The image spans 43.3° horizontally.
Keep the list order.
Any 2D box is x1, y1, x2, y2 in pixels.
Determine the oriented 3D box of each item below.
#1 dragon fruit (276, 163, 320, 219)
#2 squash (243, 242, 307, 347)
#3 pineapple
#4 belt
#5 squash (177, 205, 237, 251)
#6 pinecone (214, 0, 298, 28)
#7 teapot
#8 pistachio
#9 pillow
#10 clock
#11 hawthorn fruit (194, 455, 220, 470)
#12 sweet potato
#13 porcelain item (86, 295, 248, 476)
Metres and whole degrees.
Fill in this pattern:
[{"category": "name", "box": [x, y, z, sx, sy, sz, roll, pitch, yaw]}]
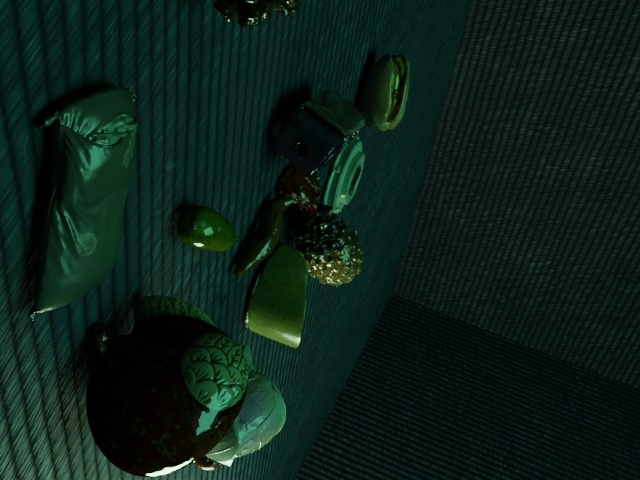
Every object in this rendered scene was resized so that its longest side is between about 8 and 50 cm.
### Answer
[{"category": "dragon fruit", "box": [-0.033, -0.110, 1.683, 0.162, 0.083, 0.106, 72, 38, -68]}, {"category": "squash", "box": [-0.073, 0.115, 1.785, 0.220, 0.133, 0.220, 16, 90, -82]}, {"category": "pineapple", "box": [0.000, 0.000, 1.872, 0.169, 0.169, 0.340, -67, 160, -9]}, {"category": "belt", "box": [-0.007, -0.211, 1.525, 0.139, 0.126, 0.230, -49, 179, 28]}, {"category": "squash", "box": [-0.171, -0.014, 1.265, 0.201, 0.066, 0.066, 32, 79, -78]}, {"category": "pinecone", "box": [-0.071, -0.349, 0.948, 0.179, 0.150, 0.195, -43, 151, -65]}, {"category": "teapot", "box": [-0.169, 0.343, 1.641, 0.178, 0.163, 0.221, -34, 144, -58]}, {"category": "pistachio", "box": [0.156, -0.369, 2.005, 0.145, 0.117, 0.200, -119, -151, -54]}, {"category": "pillow", "box": [-0.251, -0.044, 0.892, 0.169, 0.059, 0.255, -49, 156, -64]}, {"category": "clock", "box": [0.069, -0.162, 2.092, 0.236, 0.053, 0.236, 22, 90, -77]}, {"category": "hawthorn fruit", "box": [-0.241, 0.461, 1.734, 0.077, 0.077, 0.077, 21, 90, -78]}, {"category": "sweet potato", "box": [-0.110, -0.008, 1.564, 0.058, 0.055, 0.202, 85, 29, -62]}, {"category": "porcelain item", "box": [-0.229, 0.190, 1.112, 0.253, 0.253, 0.253, 21, 90, -78]}]
